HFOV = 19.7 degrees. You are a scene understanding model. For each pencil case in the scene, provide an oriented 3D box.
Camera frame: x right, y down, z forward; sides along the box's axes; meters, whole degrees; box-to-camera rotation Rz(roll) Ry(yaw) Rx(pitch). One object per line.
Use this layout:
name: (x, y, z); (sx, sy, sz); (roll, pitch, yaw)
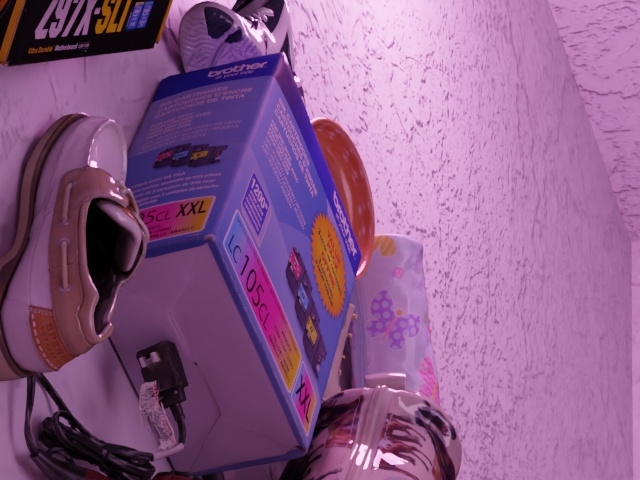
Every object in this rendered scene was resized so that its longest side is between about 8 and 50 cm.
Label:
pencil case: (0.084, 0.126, 2.306); (0.124, 0.113, 0.273); (12, 68, -59)
pencil case: (0.029, 0.288, 1.701); (0.410, 0.160, 0.184); (-67, 167, -60)

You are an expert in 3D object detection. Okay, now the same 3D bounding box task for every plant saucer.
plant saucer: (0.005, -0.046, 2.183); (0.200, 0.037, 0.200); (36, 49, -55)

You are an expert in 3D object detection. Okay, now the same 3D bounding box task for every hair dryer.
hair dryer: (-0.176, 0.240, 1.596); (0.223, 0.080, 0.294); (-15, 89, -55)

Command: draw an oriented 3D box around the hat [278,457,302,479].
hat: (0.018, 0.361, 1.960); (0.331, 0.134, 0.331); (31, 48, -42)

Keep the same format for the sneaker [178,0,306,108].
sneaker: (-0.091, -0.233, 2.027); (0.235, 0.094, 0.153); (37, 37, -52)

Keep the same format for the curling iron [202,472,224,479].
curling iron: (-0.100, 0.319, 1.770); (0.035, 0.068, 0.274); (45, 34, -57)

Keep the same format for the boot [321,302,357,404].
boot: (0.004, 0.150, 2.063); (0.213, 0.077, 0.165); (37, 62, -58)

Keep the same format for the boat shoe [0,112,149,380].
boat shoe: (-0.198, -0.002, 1.564); (0.302, 0.103, 0.113); (-80, 153, -46)

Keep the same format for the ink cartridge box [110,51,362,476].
ink cartridge box: (-0.082, -0.001, 1.842); (0.395, 0.151, 0.270); (-76, 150, -54)

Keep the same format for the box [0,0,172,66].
box: (-0.191, -0.288, 1.587); (0.257, 0.079, 0.322); (-68, 168, 14)
